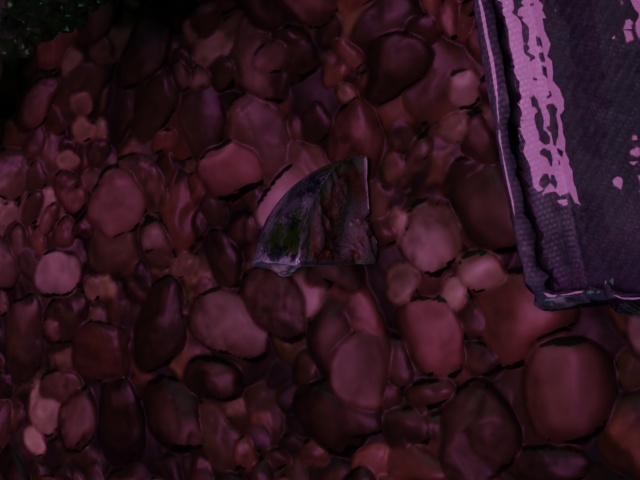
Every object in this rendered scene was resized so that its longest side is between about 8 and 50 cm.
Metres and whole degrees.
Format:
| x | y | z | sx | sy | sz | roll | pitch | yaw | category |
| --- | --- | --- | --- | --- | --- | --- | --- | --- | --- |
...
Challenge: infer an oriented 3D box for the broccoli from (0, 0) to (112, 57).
| x | y | z | sx | sy | sz | roll | pitch | yaw | category |
| --- | --- | --- | --- | --- | --- | --- | --- | --- | --- |
| -0.147 | -0.228 | 0.507 | 0.260 | 0.288 | 0.235 | 5 | 130 | 33 | broccoli |

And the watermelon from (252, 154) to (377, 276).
| x | y | z | sx | sy | sz | roll | pitch | yaw | category |
| --- | --- | --- | --- | --- | --- | --- | --- | --- | --- |
| 0.000 | 0.000 | 0.530 | 0.061 | 0.085 | 0.085 | 33 | 109 | -2 | watermelon |

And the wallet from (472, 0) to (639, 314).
| x | y | z | sx | sy | sz | roll | pitch | yaw | category |
| --- | --- | --- | --- | --- | --- | --- | --- | --- | --- |
| 0.227 | -0.103 | 0.366 | 0.342 | 0.075 | 0.237 | -10 | 90 | 30 | wallet |

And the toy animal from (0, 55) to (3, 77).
| x | y | z | sx | sy | sz | roll | pitch | yaw | category |
| --- | --- | --- | --- | --- | --- | --- | --- | --- | --- |
| -0.292 | -0.113 | 0.663 | 0.179 | 0.138 | 0.166 | -9 | 95 | 24 | toy animal |
